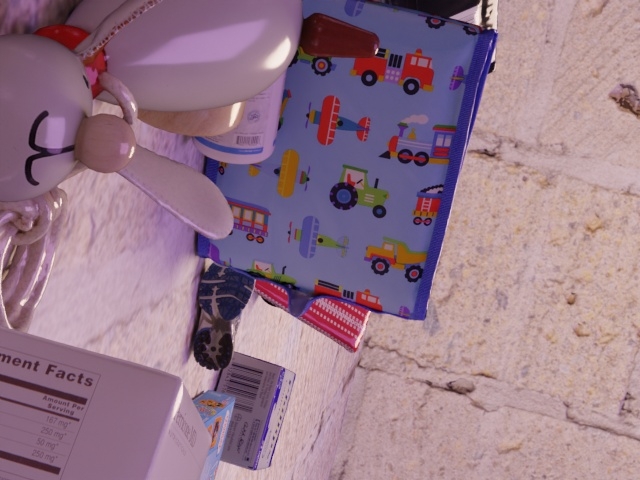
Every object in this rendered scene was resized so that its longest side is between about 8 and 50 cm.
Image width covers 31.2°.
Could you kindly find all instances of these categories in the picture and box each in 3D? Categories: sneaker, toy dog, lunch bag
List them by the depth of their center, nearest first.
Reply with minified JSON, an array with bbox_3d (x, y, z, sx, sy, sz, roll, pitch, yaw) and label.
[{"bbox_3d":[-0.066,-0.093,0.634,0.220,0.161,0.334,96,12,-47],"label":"toy dog"},{"bbox_3d":[0.014,-0.067,1.021,0.138,0.221,0.293,-45,149,-75],"label":"lunch bag"},{"bbox_3d":[-0.097,0.060,1.145,0.058,0.052,0.135,-82,-170,-65],"label":"sneaker"}]

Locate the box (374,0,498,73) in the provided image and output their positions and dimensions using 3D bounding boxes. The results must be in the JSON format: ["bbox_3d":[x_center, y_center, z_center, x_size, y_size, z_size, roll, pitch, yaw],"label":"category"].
[{"bbox_3d":[0.099,-0.252,1.137,0.158,0.093,0.156,59,-12,33],"label":"box"}]

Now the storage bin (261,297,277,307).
[{"bbox_3d":[0.000,0.000,1.410,0.084,0.122,0.180,-65,167,-52],"label":"storage bin"}]

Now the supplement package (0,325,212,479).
[{"bbox_3d":[-0.160,0.180,0.575,0.139,0.134,0.244,86,21,-69],"label":"supplement package"}]

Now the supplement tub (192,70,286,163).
[{"bbox_3d":[-0.064,-0.122,0.925,0.071,0.071,0.107,-61,164,-61],"label":"supplement tub"}]

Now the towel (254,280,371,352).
[{"bbox_3d":[0.006,-0.039,1.268,0.031,0.199,0.275,-15,-130,50],"label":"towel"}]

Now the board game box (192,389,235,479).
[{"bbox_3d":[-0.143,0.248,1.168,0.211,0.039,0.160,-8,113,-81],"label":"board game box"}]

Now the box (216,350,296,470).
[{"bbox_3d":[-0.085,0.205,1.378,0.137,0.072,0.126,60,46,-80],"label":"box"}]
